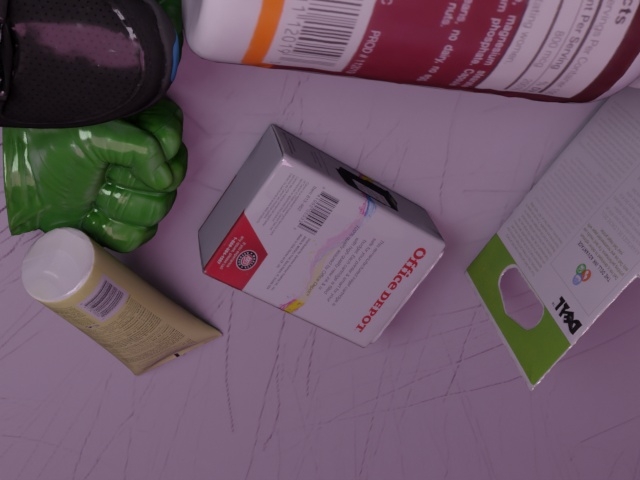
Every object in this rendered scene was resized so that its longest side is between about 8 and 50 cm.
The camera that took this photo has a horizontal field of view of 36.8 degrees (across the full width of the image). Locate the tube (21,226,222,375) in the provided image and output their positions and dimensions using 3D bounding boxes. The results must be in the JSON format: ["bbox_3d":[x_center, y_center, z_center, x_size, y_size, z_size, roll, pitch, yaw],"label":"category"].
[{"bbox_3d":[-0.166,0.063,0.816,0.070,0.062,0.240,12,161,22],"label":"tube"}]

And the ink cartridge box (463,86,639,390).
[{"bbox_3d":[0.262,0.000,0.836,0.097,0.189,0.255,28,112,-27],"label":"ink cartridge box"}]

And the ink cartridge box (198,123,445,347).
[{"bbox_3d":[0.000,0.000,0.845,0.175,0.072,0.127,28,110,-25],"label":"ink cartridge box"}]

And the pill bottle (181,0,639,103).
[{"bbox_3d":[0.114,-0.213,0.658,0.392,0.224,0.224,4,119,-15],"label":"pill bottle"}]

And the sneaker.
[{"bbox_3d":[-0.261,-0.120,0.595,0.341,0.139,0.125,6,116,-8],"label":"sneaker"}]

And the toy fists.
[{"bbox_3d":[-0.169,-0.115,0.729,0.142,0.096,0.279,-2,119,-12],"label":"toy fists"}]
